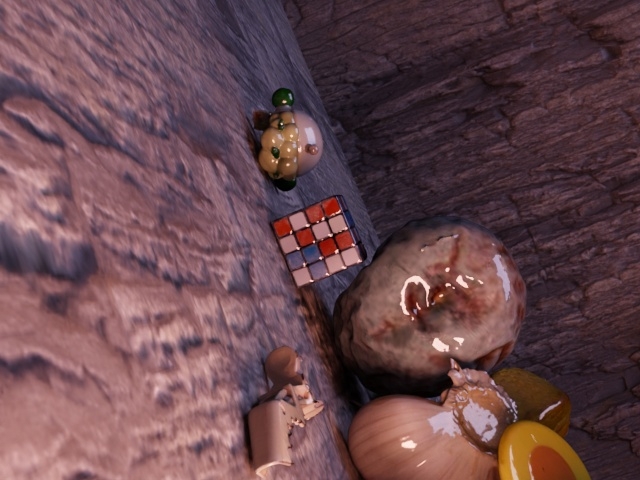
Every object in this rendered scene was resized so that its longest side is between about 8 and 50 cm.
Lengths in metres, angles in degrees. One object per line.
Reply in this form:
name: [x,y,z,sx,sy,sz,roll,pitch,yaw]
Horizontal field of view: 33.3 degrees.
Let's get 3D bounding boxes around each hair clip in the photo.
hair clip: [-0.035,0.134,0.864,0.072,0.034,0.226,64,8,1]

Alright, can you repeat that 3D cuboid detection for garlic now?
garlic: [0.131,0.222,1.244,0.207,0.207,0.257,64,0,-30]

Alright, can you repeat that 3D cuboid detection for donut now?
donut: [0.215,0.286,1.430,0.110,0.303,0.303,42,-5,24]

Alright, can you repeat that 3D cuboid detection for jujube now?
jujube: [0.142,0.099,1.403,0.215,0.246,0.308,44,-8,5]

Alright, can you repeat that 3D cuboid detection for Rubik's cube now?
Rubik's cube: [0.000,0.000,1.362,0.092,0.092,0.092,-29,96,-83]

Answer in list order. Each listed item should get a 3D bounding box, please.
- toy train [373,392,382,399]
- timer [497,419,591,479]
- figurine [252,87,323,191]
toy train: [0.132,0.289,1.596,0.099,0.070,0.172,94,-25,-80]
timer: [0.247,0.381,1.017,0.387,0.376,0.376,58,5,7]
figurine: [-0.048,-0.144,1.514,0.197,0.093,0.147,-119,-154,-73]
